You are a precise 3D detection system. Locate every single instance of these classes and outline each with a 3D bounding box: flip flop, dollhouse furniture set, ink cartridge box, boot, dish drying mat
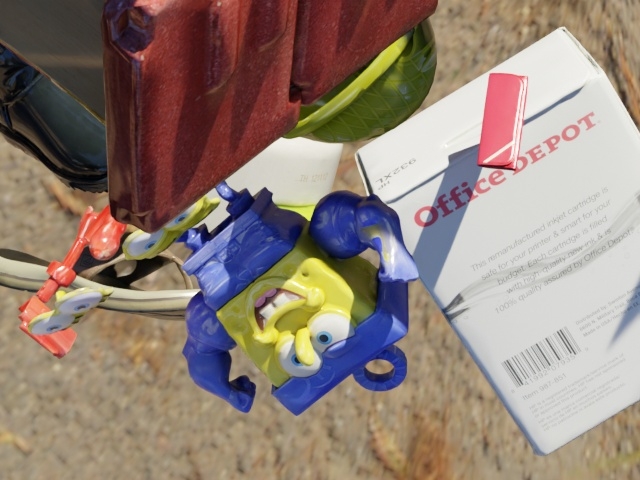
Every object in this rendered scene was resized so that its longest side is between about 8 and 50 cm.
[{"bbox_3d":[-0.202,0.027,1.688,0.277,0.112,0.080,11,87,24],"label":"flip flop"},{"bbox_3d":[-0.063,-0.197,0.464,0.201,0.152,0.374,38,149,19],"label":"dollhouse furniture set"},{"bbox_3d":[0.204,0.003,1.535,0.223,0.129,0.307,-31,117,7],"label":"ink cartridge box"},{"bbox_3d":[-0.272,-0.158,1.600,0.094,0.246,0.207,-48,133,-18],"label":"boot"},{"bbox_3d":[0.143,-0.094,1.352,0.032,0.008,0.083,5,66,11],"label":"dish drying mat"}]

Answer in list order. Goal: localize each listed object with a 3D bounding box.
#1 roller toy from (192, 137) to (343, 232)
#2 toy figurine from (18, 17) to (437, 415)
[{"bbox_3d":[-0.081,-0.084,1.780,0.209,0.191,0.146,16,110,0],"label":"roller toy"},{"bbox_3d":[0.000,0.000,1.150,0.362,0.191,0.217,-39,107,23],"label":"toy figurine"}]
